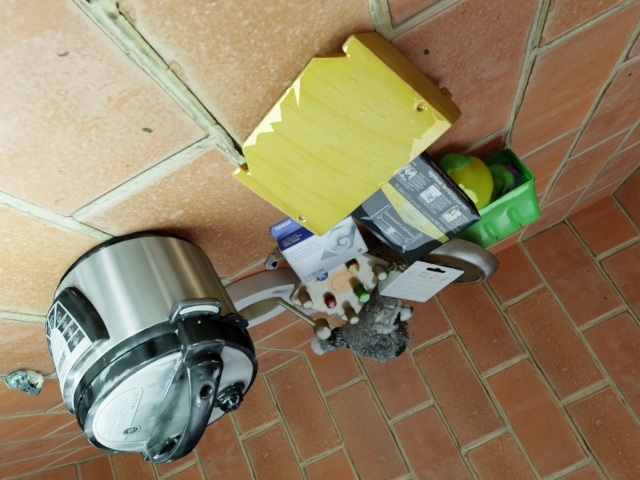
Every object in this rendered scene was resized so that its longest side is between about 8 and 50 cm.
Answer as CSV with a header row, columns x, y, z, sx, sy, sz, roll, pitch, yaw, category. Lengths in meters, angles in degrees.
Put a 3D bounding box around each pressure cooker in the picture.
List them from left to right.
x,y,z,sx,sy,sz,roll,pitch,yaw,category
-0.333,0.228,1.017,0.376,0.420,0.370,-32,144,-7,pressure cooker

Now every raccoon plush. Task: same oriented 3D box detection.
x,y,z,sx,sy,sz,roll,pitch,yaw,category
0.125,0.312,1.744,0.446,0.216,0.299,-25,137,12,raccoon plush

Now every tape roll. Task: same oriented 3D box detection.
x,y,z,sx,sy,sz,roll,pitch,yaw,category
-0.243,0.224,1.737,0.392,0.072,0.392,-23,161,-9,tape roll

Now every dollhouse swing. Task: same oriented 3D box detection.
x,y,z,sx,sy,sz,roll,pitch,yaw,category
0.063,-0.238,0.974,0.315,0.305,0.347,35,128,-20,dollhouse swing

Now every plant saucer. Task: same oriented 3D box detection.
x,y,z,sx,sy,sz,roll,pitch,yaw,category
0.399,0.073,1.535,0.311,0.050,0.310,14,158,6,plant saucer

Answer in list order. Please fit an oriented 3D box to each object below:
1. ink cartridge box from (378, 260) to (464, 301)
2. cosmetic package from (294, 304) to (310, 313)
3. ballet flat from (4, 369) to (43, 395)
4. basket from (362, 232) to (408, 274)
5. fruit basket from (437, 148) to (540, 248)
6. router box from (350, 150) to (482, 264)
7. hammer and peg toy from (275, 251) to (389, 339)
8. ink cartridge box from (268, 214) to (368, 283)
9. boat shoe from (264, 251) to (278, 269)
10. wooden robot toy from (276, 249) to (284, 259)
x,y,z,sx,sy,sz,roll,pitch,yaw,category
0.317,0.119,1.557,0.181,0.056,0.224,12,141,-20,ink cartridge box
0.012,0.250,2.103,0.231,0.085,0.117,-10,155,-36,cosmetic package
-0.882,0.430,1.478,0.070,0.070,0.188,-21,163,-15,ballet flat
0.149,0.072,1.813,0.213,0.223,0.299,34,124,-30,basket
0.450,-0.150,1.496,0.392,0.283,0.392,0,122,0,fruit basket
0.245,-0.094,1.311,0.243,0.081,0.309,-36,126,25,router box
0.031,0.175,1.592,0.266,0.127,0.361,23,108,-26,hammer and peg toy
0.000,0.000,1.371,0.223,0.045,0.224,-28,133,5,ink cartridge box
-0.150,0.074,1.526,0.035,0.035,0.100,-16,158,-27,boat shoe
-0.046,0.025,1.493,0.173,0.076,0.079,-26,171,1,wooden robot toy
